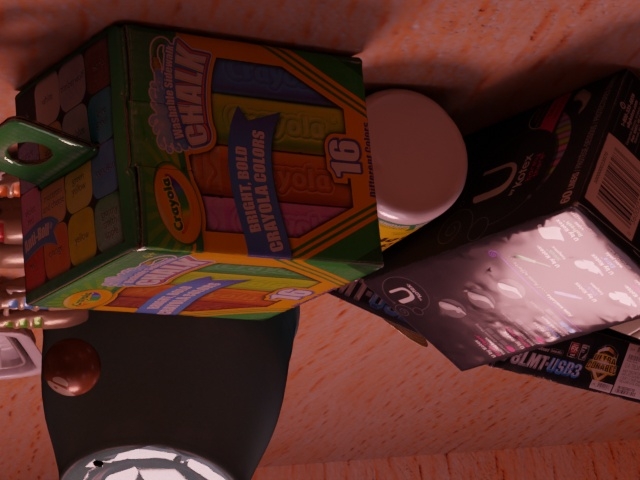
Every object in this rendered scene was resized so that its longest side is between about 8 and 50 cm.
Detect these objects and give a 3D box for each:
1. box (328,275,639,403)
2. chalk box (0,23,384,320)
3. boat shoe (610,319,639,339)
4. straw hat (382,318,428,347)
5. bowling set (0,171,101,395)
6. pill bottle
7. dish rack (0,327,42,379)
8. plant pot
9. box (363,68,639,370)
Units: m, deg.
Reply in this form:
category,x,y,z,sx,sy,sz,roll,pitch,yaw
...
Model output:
category,x,y,z,sx,sy,sz,roll,pitch,yaw
box,0.163,0.077,2.034,0.295,0.073,0.293,22,-178,42
chalk box,-0.123,-0.048,1.500,0.289,0.179,0.180,4,163,-34
boat shoe,0.410,0.076,2.357,0.091,0.114,0.302,14,157,-40
straw hat,0.091,0.057,2.238,0.061,0.144,0.144,-51,155,7
bowling set,-0.286,0.046,1.784,0.154,0.200,0.287,-7,163,-13
pill bottle,0.033,-0.046,1.697,0.117,0.118,0.208,0,165,-23
dish rack,-0.490,0.117,2.246,0.332,0.072,0.285,-5,165,-2
plant pot,-0.159,0.161,1.966,0.271,0.255,0.272,1,136,1
box,0.194,-0.013,1.712,0.143,0.165,0.270,42,142,-22
